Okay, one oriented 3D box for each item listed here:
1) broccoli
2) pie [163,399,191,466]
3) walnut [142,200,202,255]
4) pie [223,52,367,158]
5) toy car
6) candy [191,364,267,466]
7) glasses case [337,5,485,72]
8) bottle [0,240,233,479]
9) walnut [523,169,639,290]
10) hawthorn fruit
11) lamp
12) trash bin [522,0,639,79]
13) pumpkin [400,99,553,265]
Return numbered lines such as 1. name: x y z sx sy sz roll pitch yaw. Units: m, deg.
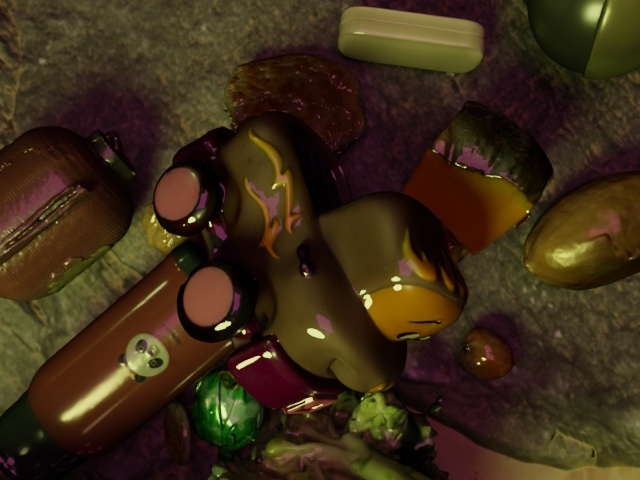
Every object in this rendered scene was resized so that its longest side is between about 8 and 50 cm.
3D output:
1. broccoli: 0.048 0.291 0.649 0.347 0.280 0.294 28 59 -39
2. pie: -0.176 0.241 0.786 0.021 0.084 0.084 -4 82 -31
3. walnut: -0.187 -0.026 0.817 0.096 0.082 0.079 -43 57 -5
4. pie: -0.029 -0.179 0.840 0.193 0.079 0.163 25 73 3
5. toy car: 0.000 0.000 0.679 0.240 0.271 0.341 -28 68 17
6. candy: -0.120 0.317 0.782 0.097 0.097 0.324 4 92 -1
7. glasses case: 0.121 -0.270 0.850 0.196 0.083 0.050 8 83 -2
8. bottle: -0.242 0.155 0.758 0.336 0.144 0.144 -40 85 -5
9. walnut: 0.370 -0.016 0.799 0.245 0.137 0.137 -24 84 4
10. hawthorn fruit: 0.230 0.150 0.812 0.103 0.067 0.067 15 82 -11
11. lamp: -0.335 -0.033 0.762 0.258 0.180 0.180 -40 85 -4
12. trash bin: 0.378 -0.366 0.805 0.214 0.214 0.334 19 78 1
13. pumpkin: 0.151 -0.028 0.766 0.139 0.190 0.281 36 84 2
